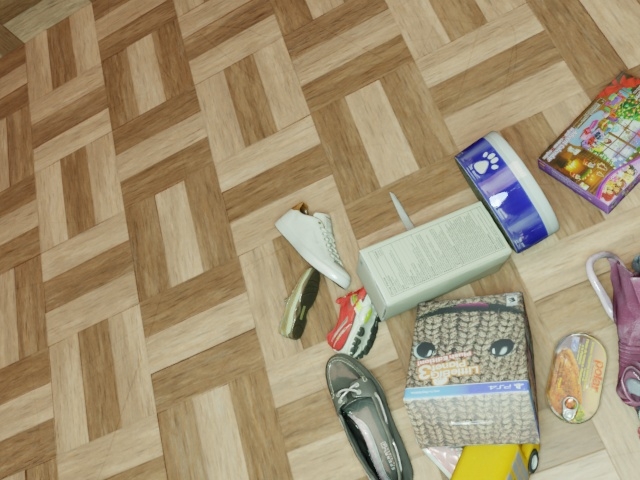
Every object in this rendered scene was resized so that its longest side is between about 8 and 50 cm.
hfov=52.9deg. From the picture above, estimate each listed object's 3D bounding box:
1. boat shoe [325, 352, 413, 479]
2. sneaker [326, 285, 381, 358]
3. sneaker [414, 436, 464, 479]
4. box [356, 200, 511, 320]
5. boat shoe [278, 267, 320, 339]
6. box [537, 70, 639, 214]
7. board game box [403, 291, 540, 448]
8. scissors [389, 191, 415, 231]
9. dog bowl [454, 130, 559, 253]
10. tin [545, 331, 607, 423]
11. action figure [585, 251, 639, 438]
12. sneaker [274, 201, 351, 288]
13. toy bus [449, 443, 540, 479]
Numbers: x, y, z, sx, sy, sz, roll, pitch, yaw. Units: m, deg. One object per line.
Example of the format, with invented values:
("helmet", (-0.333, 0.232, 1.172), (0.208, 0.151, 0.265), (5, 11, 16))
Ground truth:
("boat shoe", (0.102, 0.396, 1.412), (0.112, 0.095, 0.335), (-32, 70, 10))
("sneaker", (0.096, 0.145, 1.556), (0.118, 0.107, 0.279), (17, 73, 39))
("sneaker", (0.269, 0.453, 1.375), (0.070, 0.051, 0.134), (-45, 62, -2))
("box", (0.249, 0.047, 1.447), (0.311, 0.121, 0.148), (-21, 67, -10))
("boat shoe", (-0.063, 0.155, 1.642), (0.072, 0.068, 0.190), (10, 73, 39))
("box", (0.680, -0.230, 1.482), (0.293, 0.057, 0.201), (-46, 59, 0))
("board game box", (0.310, 0.258, 1.308), (0.232, 0.141, 0.291), (-9, 31, 20))
("scissors", (0.231, -0.001, 1.602), (0.109, 0.021, 0.297), (-44, 60, 3))
("dog bowl", (0.410, -0.106, 1.427), (0.104, 0.265, 0.265), (-33, 59, 10))
("tin", (0.534, 0.286, 1.338), (0.106, 0.040, 0.190), (9, 72, 31))
("action figure", (0.616, 0.208, 1.246), (0.275, 0.248, 0.370), (6, 95, 60))
("sneaker", (0.000, 0.000, 1.653), (0.123, 0.106, 0.290), (-46, 57, 3))
("toy bus", (0.312, 0.487, 1.231), (0.108, 0.130, 0.333), (3, 46, 41))
